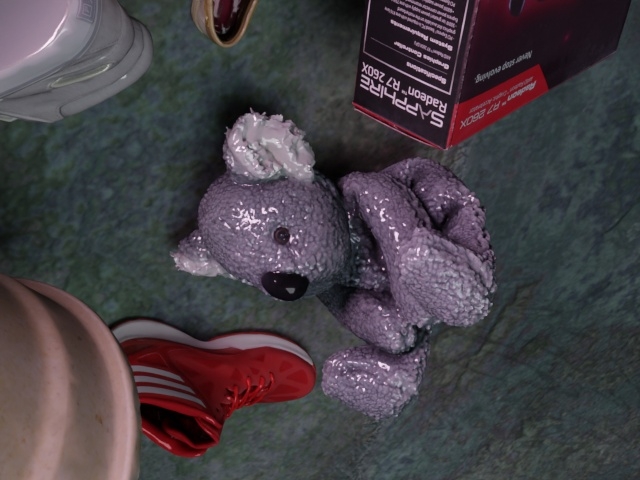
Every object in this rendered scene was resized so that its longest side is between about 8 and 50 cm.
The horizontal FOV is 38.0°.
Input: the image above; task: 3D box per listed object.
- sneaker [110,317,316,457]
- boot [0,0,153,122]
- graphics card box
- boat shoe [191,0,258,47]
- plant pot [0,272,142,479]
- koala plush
[{"bbox_3d":[-0.087,0.148,0.839,0.221,0.128,0.087,9,123,-31],"label":"sneaker"},{"bbox_3d":[-0.234,-0.095,0.586,0.258,0.095,0.123,-13,170,13],"label":"boot"},{"bbox_3d":[0.142,-0.261,0.580,0.233,0.094,0.370,-30,139,-37],"label":"graphics card box"},{"bbox_3d":[-0.052,-0.194,0.625,0.050,0.045,0.135,-3,128,-25],"label":"boat shoe"},{"bbox_3d":[-0.319,0.092,0.507,0.334,0.333,0.305,-31,141,0],"label":"plant pot"},{"bbox_3d":[0.000,0.000,0.753,0.221,0.203,0.196,17,133,-13],"label":"koala plush"}]
